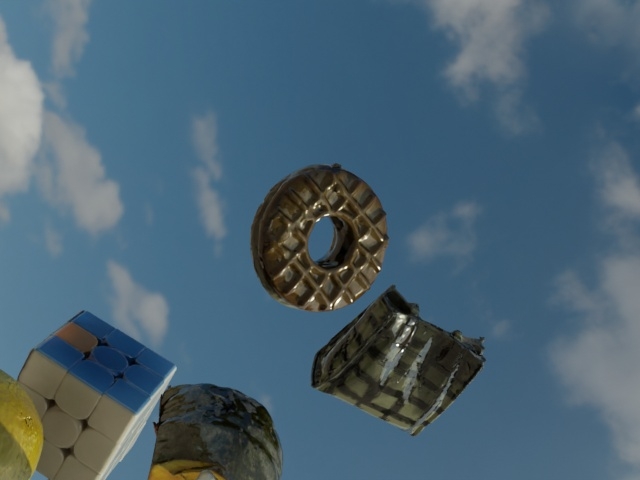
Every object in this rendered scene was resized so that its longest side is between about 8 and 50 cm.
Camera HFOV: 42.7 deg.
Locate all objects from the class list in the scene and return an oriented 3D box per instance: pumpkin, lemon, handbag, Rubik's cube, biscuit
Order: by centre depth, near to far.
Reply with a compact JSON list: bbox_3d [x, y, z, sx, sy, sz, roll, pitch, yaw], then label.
[{"bbox_3d":[-0.523,0.282,1.165,0.263,0.236,0.236,97,-25,-82],"label":"lemon"},{"bbox_3d":[-0.213,0.444,1.639,0.256,0.303,0.225,-43,-156,28],"label":"pumpkin"},{"bbox_3d":[0.000,0.000,1.782,0.103,0.332,0.332,20,-64,58],"label":"biscuit"},{"bbox_3d":[0.193,0.300,1.992,0.327,0.325,0.162,-51,-161,32],"label":"handbag"},{"bbox_3d":[-0.578,0.396,2.020,0.292,0.290,0.291,31,-72,0],"label":"Rubik's cube"}]

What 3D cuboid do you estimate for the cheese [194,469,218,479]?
[{"bbox_3d":[-0.154,0.442,1.058,0.034,0.085,0.400,17,-47,18],"label":"cheese"}]
